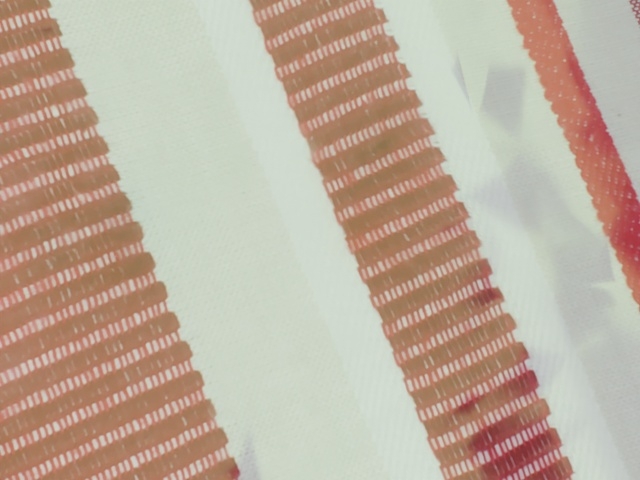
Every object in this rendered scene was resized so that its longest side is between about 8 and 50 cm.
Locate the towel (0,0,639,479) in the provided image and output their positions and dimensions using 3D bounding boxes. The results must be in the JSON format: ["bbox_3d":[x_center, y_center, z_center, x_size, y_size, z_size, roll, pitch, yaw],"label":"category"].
[{"bbox_3d":[0.000,0.000,0.500,0.329,0.037,0.237,-21,85,-17],"label":"towel"}]
